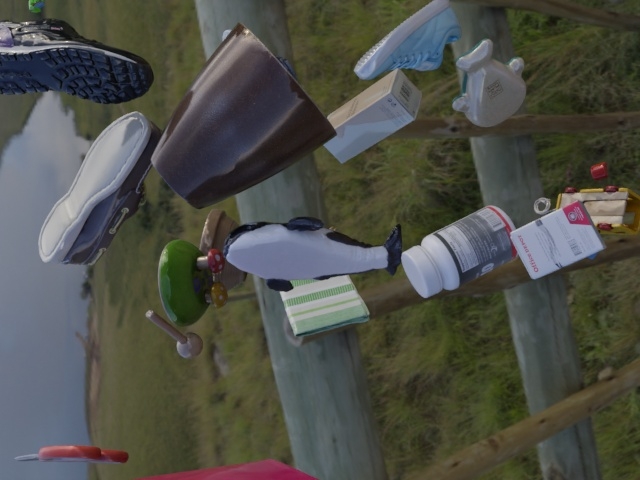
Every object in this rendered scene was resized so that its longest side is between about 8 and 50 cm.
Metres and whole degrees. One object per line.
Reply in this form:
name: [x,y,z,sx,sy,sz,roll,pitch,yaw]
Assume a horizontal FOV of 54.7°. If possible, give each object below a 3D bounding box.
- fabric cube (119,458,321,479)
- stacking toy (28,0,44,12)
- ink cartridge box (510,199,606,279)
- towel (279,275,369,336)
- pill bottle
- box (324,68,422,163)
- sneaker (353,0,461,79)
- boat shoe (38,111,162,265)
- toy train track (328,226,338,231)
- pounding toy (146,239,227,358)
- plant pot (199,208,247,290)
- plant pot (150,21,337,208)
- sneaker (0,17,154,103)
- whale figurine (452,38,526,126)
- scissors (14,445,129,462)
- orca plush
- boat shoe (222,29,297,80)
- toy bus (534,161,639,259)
fabric cube: [-0.130,0.476,0.876,0.254,0.258,0.259,-9,79,57]
stacking toy: [-0.529,-0.584,1.268,0.221,0.052,0.167,-18,79,25]
ink cartridge box: [0.484,0.000,1.266,0.150,0.063,0.109,-29,78,27]
towel: [-0.005,0.172,2.017,0.325,0.248,0.038,-116,18,-49]
pill bottle: [0.372,0.034,1.655,0.161,0.283,0.161,61,170,18]
box: [0.152,-0.384,1.934,0.311,0.121,0.148,-27,31,39]
sneaker: [0.248,-0.496,1.608,0.150,0.366,0.135,52,158,-9]
boat shoe: [-0.358,-0.077,1.051,0.324,0.097,0.116,-48,52,20]
toy train track: [0.000,0.000,1.071,0.083,0.048,0.014,-26,104,38]
pounding toy: [-0.245,0.102,1.263,0.183,0.110,0.236,69,-162,-46]
plant pot: [-0.241,0.041,1.599,0.237,0.110,0.237,-172,90,-89]
plant pot: [-0.131,-0.161,0.920,0.230,0.215,0.215,-42,53,3]
sneaker: [-0.392,-0.297,0.956,0.107,0.283,0.124,92,-175,-57]
whale figurine: [0.438,-0.433,1.662,0.216,0.272,0.141,-35,48,13]
scissors: [-0.397,0.307,0.889,0.297,0.109,0.021,-12,65,32]
orca plush: [-0.013,-0.008,0.981,0.102,0.287,0.151,-108,15,-45]
boat shoe: [-0.134,-0.394,1.354,0.183,0.083,0.065,51,142,13]
toy bus: [0.629,-0.061,1.420,0.191,0.104,0.202,-48,41,29]
